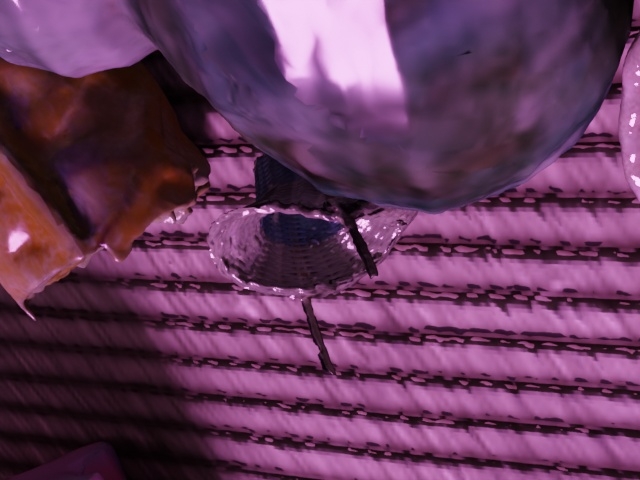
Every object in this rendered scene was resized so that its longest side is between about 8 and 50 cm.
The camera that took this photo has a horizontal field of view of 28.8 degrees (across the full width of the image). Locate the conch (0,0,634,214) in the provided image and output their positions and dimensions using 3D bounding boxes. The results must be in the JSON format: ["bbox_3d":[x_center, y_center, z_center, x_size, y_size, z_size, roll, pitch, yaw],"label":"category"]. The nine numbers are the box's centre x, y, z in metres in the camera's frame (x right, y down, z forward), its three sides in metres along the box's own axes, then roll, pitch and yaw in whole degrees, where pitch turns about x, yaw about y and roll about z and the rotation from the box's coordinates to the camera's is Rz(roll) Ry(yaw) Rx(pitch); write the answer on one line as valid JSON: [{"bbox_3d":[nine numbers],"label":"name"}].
[{"bbox_3d":[-0.035,-0.115,0.377,0.277,0.195,0.220,0,130,-6],"label":"conch"}]

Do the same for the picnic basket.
[{"bbox_3d":[0.000,0.000,0.465,0.065,0.083,0.083,119,144,-50],"label":"picnic basket"}]

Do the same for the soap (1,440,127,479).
[{"bbox_3d":[-0.133,0.281,0.585,0.193,0.109,0.324,-20,97,-6],"label":"soap"}]

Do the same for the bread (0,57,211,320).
[{"bbox_3d":[-0.153,-0.102,0.490,0.098,0.087,0.269,-30,97,40],"label":"bread"}]

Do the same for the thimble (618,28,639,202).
[{"bbox_3d":[0.147,-0.040,0.356,0.102,0.090,0.115,-15,109,37],"label":"thimble"}]
